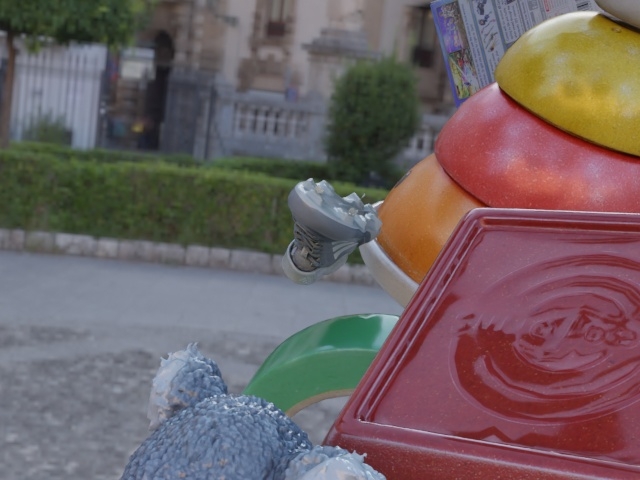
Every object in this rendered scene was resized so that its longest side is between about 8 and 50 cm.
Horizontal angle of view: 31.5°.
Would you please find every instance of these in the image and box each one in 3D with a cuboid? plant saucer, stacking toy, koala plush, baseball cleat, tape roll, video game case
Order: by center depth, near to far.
[{"bbox_3d":[-0.060,0.173,0.555,0.203,0.221,0.196,14,5,-39],"label":"koala plush"},{"bbox_3d":[0.142,0.063,0.641,0.258,0.047,0.259,3,42,34],"label":"plant saucer"},{"bbox_3d":[0.000,0.000,1.077,0.072,0.109,0.206,47,11,17],"label":"baseball cleat"},{"bbox_3d":[0.062,0.230,1.100,0.321,0.321,0.077,8,24,14],"label":"tape roll"},{"bbox_3d":[0.277,-0.122,1.217,0.351,0.479,0.350,20,21,-8],"label":"stacking toy"},{"bbox_3d":[0.290,-0.223,1.505,0.244,0.269,0.061,-12,3,40],"label":"video game case"}]
